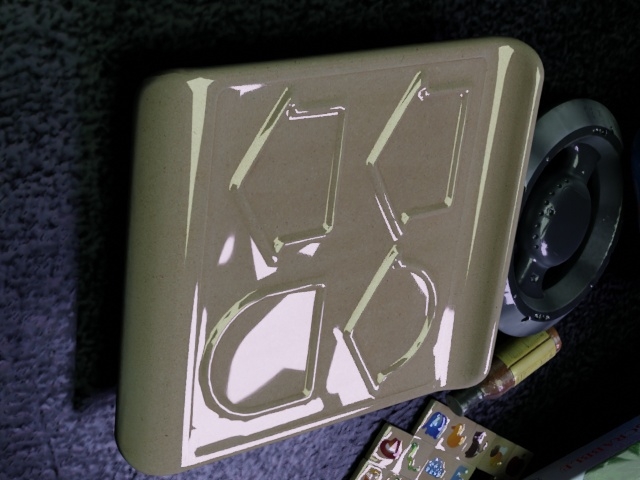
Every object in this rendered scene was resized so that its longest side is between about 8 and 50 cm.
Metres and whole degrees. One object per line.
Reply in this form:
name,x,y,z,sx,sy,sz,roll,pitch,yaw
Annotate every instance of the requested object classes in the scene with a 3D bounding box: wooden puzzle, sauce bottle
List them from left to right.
wooden puzzle,0.000,0.000,1.075,0.347,0.080,0.322,-9,118,-32
sauce bottle,0.174,0.123,1.313,0.128,0.042,0.042,-31,130,-22

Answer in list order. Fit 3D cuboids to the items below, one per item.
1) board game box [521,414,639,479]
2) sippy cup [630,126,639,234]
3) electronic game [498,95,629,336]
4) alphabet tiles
board game box,0.373,0.342,1.424,0.318,0.066,0.319,-27,99,-11
sippy cup,0.402,-0.026,1.305,0.240,0.305,0.224,-25,124,3
electronic game,0.213,-0.021,1.261,0.229,0.048,0.229,-22,123,-39
alphabet tiles,0.100,0.262,1.349,0.237,0.009,0.198,32,90,-45
